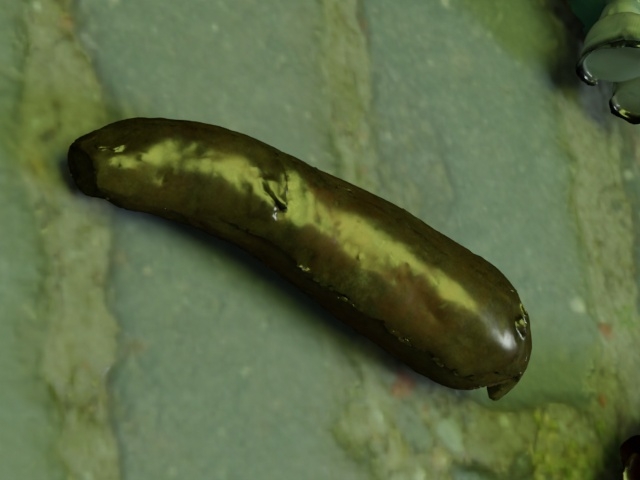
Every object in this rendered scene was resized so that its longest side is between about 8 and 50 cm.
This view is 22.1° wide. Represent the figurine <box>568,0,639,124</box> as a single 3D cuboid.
[{"bbox_3d":[0.229,-0.187,1.059,0.138,0.110,0.245,39,56,-30],"label":"figurine"}]

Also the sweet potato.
[{"bbox_3d":[0.000,0.000,0.833,0.273,0.075,0.075,29,57,-22],"label":"sweet potato"}]

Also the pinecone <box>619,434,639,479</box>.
[{"bbox_3d":[0.236,0.145,0.917,0.140,0.121,0.140,13,61,-24],"label":"pinecone"}]
